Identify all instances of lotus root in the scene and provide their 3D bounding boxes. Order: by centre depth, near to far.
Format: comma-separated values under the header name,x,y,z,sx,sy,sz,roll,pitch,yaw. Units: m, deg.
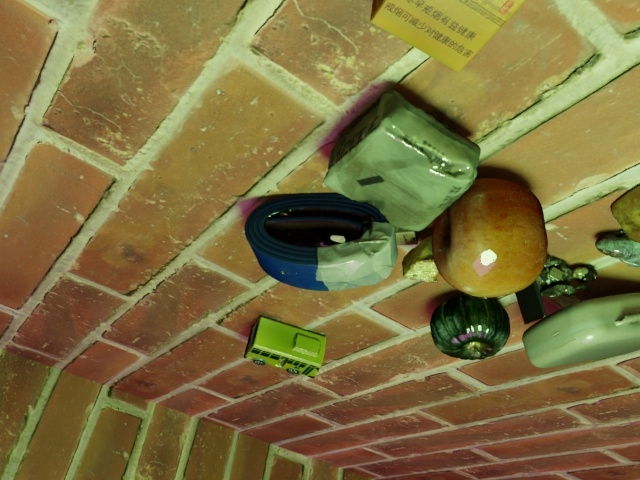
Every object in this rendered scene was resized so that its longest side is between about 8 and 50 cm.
name,x,y,z,sx,sy,sz,roll,pitch,yaw
lotus root,0.694,-0.044,1.126,0.159,0.095,0.135,34,142,-21

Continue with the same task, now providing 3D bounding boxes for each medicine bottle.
name,x,y,z,sx,sy,sz,roll,pitch,yaw
medicine bottle,0.713,0.224,1.373,0.376,0.122,0.282,-3,151,-23

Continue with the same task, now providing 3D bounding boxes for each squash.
name,x,y,z,sx,sy,sz,roll,pitch,yaw
squash,0.413,0.241,1.516,0.219,0.172,0.218,1,163,0

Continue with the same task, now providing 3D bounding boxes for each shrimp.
name,x,y,z,sx,sy,sz,roll,pitch,yaw
shrimp,0.735,0.021,1.223,0.233,0.079,0.090,4,106,0

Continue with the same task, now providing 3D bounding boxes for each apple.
name,x,y,z,sx,sy,sz,roll,pitch,yaw
apple,0.360,-0.004,1.143,0.254,0.253,0.253,7,144,5

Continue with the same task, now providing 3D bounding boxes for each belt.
name,x,y,z,sx,sy,sz,roll,pitch,yaw
belt,0.000,0.000,1.253,0.347,0.212,0.117,4,143,16

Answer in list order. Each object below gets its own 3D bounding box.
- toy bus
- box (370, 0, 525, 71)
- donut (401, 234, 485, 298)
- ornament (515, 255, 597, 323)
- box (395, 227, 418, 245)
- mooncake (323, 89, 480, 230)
name,x,y,z,sx,sy,sz,roll,pitch,yaw
toy bus,-0.111,0.365,1.855,0.262,0.127,0.150,19,144,-12
box,0.217,-0.390,0.775,0.174,0.076,0.274,22,143,-19
donut,0.305,0.046,1.309,0.217,0.141,0.085,10,136,-14
ornament,0.582,0.094,1.319,0.196,0.166,0.153,-12,165,-1
box,0.196,-0.011,1.348,0.084,0.024,0.053,-4,142,17
mooncake,0.163,-0.151,1.067,0.250,0.136,0.254,25,147,-17
